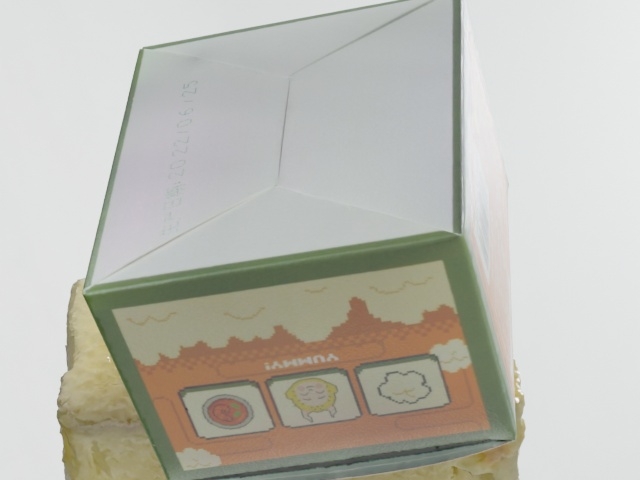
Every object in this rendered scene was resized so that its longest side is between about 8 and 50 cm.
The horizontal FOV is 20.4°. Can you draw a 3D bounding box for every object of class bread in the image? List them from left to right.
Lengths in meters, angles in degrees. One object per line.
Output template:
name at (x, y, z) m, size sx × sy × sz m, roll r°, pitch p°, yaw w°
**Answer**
bread at (-0.023, 0.097, 1.095) m, size 0.185 × 0.274 × 0.114 m, roll -100°, pitch -170°, yaw -60°

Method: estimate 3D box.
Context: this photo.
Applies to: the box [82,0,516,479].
box at (0.000, 0.000, 0.884) m, size 0.195 × 0.177 × 0.148 m, roll -86°, pitch 162°, yaw -48°
